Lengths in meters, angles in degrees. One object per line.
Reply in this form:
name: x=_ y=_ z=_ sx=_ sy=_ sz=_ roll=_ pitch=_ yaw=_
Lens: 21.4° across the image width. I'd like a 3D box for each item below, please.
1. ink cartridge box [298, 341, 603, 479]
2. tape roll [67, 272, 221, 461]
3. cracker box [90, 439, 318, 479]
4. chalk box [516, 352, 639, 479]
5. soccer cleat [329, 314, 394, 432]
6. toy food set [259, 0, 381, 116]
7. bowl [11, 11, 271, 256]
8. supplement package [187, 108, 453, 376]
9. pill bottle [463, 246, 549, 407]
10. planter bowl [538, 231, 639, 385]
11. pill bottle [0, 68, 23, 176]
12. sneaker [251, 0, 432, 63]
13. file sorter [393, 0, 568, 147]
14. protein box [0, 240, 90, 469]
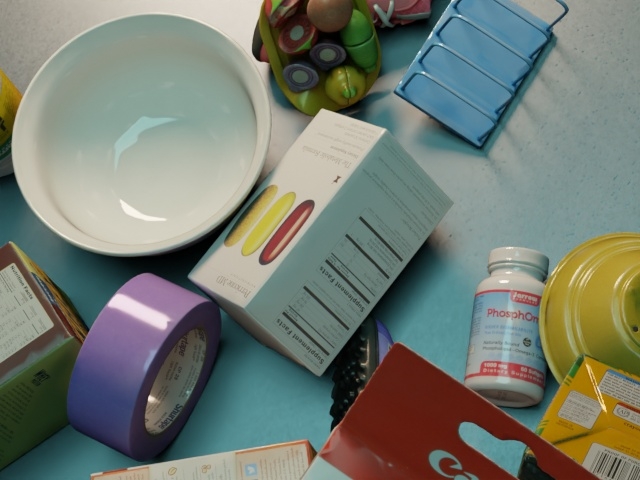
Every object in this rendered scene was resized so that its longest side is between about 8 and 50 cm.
ink cartridge box: x=0.099 y=0.320 z=1.590 sx=0.308 sy=0.385 sz=0.091 roll=35 pitch=38 yaw=5
tape roll: x=-0.187 y=0.136 z=1.818 sx=0.080 sy=0.189 sz=0.189 roll=24 pitch=77 yaw=17
cracker box: x=-0.108 y=0.272 z=1.772 sx=0.232 sy=0.156 sz=0.067 roll=-10 pitch=69 yaw=6
chalk box: x=0.274 y=0.295 z=1.658 sx=0.180 sy=0.289 sz=0.179 roll=23 pitch=39 yaw=15
soccer cleat: x=0.084 y=0.231 z=1.796 sx=0.116 sy=0.109 sz=0.318 roll=4 pitch=60 yaw=-19
toy food set: x=-0.001 y=-0.233 z=1.906 sx=0.128 sy=0.218 sz=0.071 roll=-20 pitch=27 yaw=1
bowl: x=-0.190 y=-0.101 z=1.933 sx=0.297 sy=0.134 sz=0.298 roll=-3 pitch=71 yaw=9
supplement package: x=0.000 y=0.000 z=1.836 sx=0.244 sy=0.134 sz=0.139 roll=-52 pitch=33 yaw=-10
pill bottle: x=0.205 y=0.092 z=1.817 sx=0.087 sy=0.087 sz=0.160 roll=5 pitch=72 yaw=12
planter bowl: x=0.344 y=0.083 z=1.758 sx=0.217 sy=0.090 sz=0.217 roll=3 pitch=72 yaw=-11
pill bottle: x=-0.405 y=-0.151 z=1.948 sx=0.117 sy=0.208 sz=0.118 roll=-3 pitch=70 yaw=9
sneaker: x=0.060 y=-0.294 z=1.970 sx=0.314 sy=0.116 sz=0.136 roll=-39 pitch=79 yaw=-1
file sorter: x=0.183 y=-0.214 z=1.904 sx=0.118 sy=0.104 sz=0.170 roll=33 pitch=79 yaw=-3
protein box: x=-0.355 y=0.137 z=1.841 sx=0.201 sy=0.200 sz=0.136 roll=-35 pitch=69 yaw=-3
